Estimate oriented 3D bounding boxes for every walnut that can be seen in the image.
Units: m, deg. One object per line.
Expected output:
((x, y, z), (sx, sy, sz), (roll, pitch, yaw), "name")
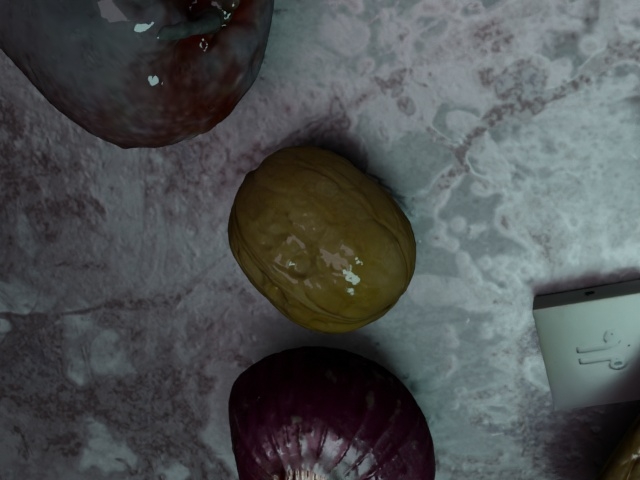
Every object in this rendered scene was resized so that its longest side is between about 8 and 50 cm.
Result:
((0.000, 0.000, 1.152), (0.225, 0.193, 0.193), (45, 113, -3), "walnut")

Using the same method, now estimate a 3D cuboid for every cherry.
((-0.200, -0.274, 1.053), (0.335, 0.291, 0.326), (44, 132, 12), "cherry")

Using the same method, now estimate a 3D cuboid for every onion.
((0.012, 0.246, 1.210), (0.256, 0.272, 0.230), (1, 107, -24), "onion")

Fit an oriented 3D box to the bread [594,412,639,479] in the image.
((0.442, 0.317, 1.043), (0.328, 0.148, 0.337), (32, 95, 38), "bread")

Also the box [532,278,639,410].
((0.323, 0.121, 1.177), (0.129, 0.051, 0.130), (-11, 106, 18), "box")
